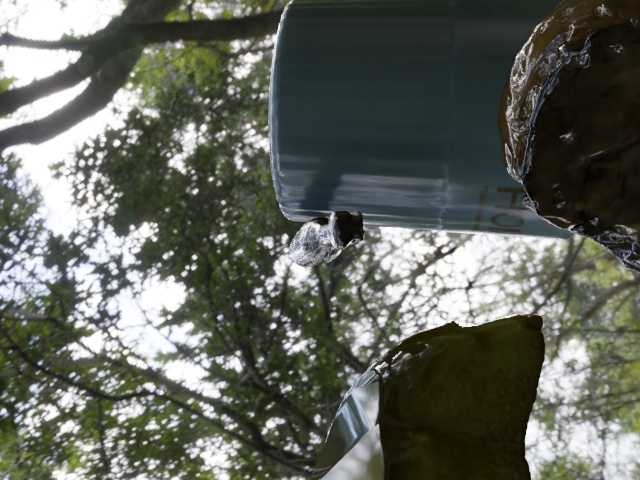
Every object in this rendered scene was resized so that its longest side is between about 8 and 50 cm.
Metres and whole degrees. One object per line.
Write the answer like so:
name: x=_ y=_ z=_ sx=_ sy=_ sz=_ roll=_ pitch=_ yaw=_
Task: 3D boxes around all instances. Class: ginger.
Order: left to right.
ginger: x=0.244 y=-0.106 z=0.520 sx=0.269 sy=0.200 sz=0.223 roll=27 pitch=-147 yaw=-20

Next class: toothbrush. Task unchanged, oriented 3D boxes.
toothbrush: x=-0.001 y=0.000 z=0.627 sx=0.040 sy=0.364 sz=0.041 roll=0 pitch=-93 yaw=-5

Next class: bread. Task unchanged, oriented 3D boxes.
bread: x=0.046 y=0.147 z=0.414 sx=0.088 sy=0.161 sz=0.233 roll=22 pitch=-127 yaw=-10

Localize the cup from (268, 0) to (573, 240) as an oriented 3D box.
cup: x=0.117 y=-0.145 z=0.837 sx=0.331 sy=0.311 sz=0.257 roll=-67 pitch=-21 yaw=-74
